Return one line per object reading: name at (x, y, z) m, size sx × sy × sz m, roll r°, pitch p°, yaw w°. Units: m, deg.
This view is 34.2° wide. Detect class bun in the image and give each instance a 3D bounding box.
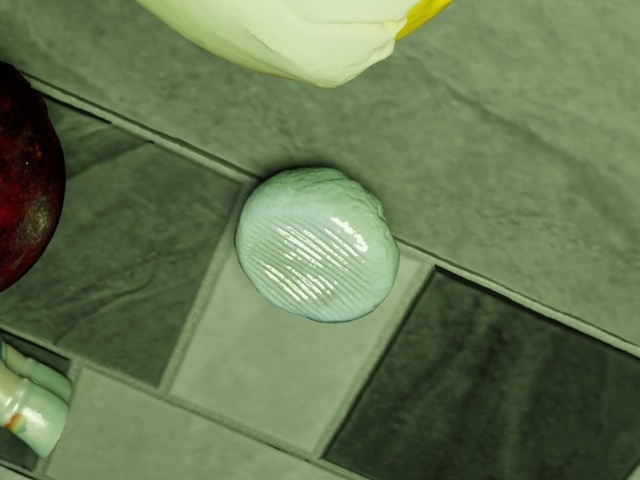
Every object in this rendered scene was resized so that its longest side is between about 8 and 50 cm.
bun at (0.000, 0.000, 0.846) m, size 0.140 × 0.083 × 0.141 m, roll 12°, pitch 129°, yaw 15°

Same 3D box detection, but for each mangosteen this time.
mangosteen at (-0.324, -0.036, 0.784) m, size 0.228 × 0.265 × 0.228 m, roll 39°, pitch 158°, yaw 20°

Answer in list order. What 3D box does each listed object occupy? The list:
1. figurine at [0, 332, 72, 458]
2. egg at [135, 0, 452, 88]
figurine at (-0.403, 0.068, 0.950) m, size 0.381 × 0.224 × 0.205 m, roll 24°, pitch 105°, yaw -33°
egg at (-0.006, -0.263, 0.566) m, size 0.283 × 0.283 × 0.345 m, roll 25°, pitch 111°, yaw -4°
